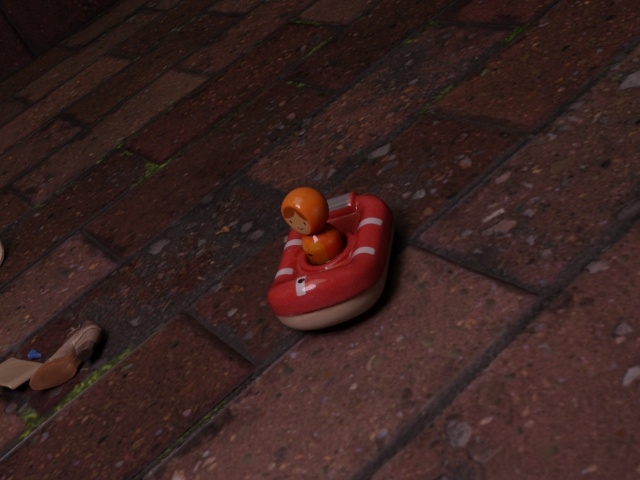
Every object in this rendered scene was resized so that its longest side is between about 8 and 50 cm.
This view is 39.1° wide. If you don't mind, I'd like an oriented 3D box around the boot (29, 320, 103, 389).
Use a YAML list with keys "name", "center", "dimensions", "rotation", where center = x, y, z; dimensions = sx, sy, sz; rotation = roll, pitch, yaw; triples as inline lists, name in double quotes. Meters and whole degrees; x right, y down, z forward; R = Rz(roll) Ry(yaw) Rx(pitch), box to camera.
- name: "boot"
  center: [-0.372, 0.166, 1.326]
  dimensions: [0.118, 0.042, 0.087]
  rotation: [-30, 24, -1]

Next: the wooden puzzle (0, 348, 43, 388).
- name: "wooden puzzle"
  center: [-0.461, 0.200, 1.349]
  dimensions: [0.078, 0.014, 0.116]
  rotation: [11, 29, 38]

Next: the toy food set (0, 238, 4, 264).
- name: "toy food set"
  center: [-0.756, 0.103, 1.698]
  dimensions: [0.220, 0.092, 0.306]
  rotation: [-14, 33, 25]

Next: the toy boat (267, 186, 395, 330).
- name: "toy boat"
  center: [0.000, 0.000, 1.130]
  dimensions: [0.151, 0.151, 0.231]
  rotation: [-17, 32, 23]
